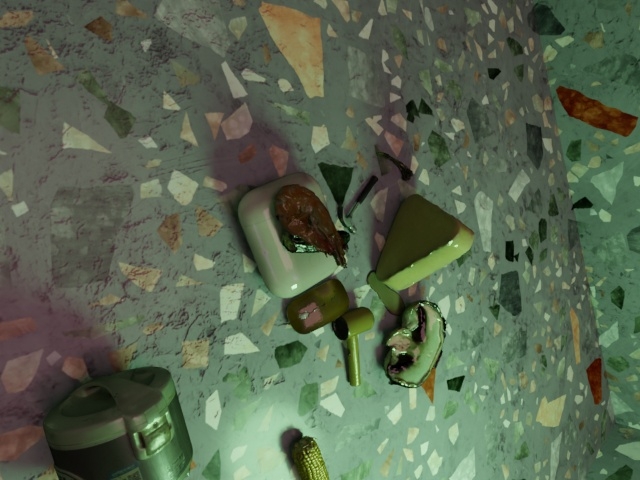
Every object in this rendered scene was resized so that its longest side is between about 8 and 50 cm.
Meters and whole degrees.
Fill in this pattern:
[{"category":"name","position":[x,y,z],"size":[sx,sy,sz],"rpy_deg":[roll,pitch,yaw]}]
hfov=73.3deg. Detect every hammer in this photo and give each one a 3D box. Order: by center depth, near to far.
[{"category":"hammer","position":[0.143,-0.151,1.568],"size":[0.103,0.029,0.246],"rpy_deg":[46,63,-28]}]

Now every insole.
[{"category":"insole","position":[0.256,0.210,1.663],"size":[0.253,0.005,0.086],"rpy_deg":[46,64,-27]}]

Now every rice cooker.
[{"category":"rice cooker","position":[-0.445,0.439,0.969],"size":[0.288,0.288,0.277],"rpy_deg":[-18,103,-35]}]

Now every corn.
[{"category":"corn","position":[-0.021,0.760,1.404],"size":[0.091,0.091,0.260],"rpy_deg":[-19,104,1]}]

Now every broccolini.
[{"category":"broccolini","position":[0.290,-0.300,1.679],"size":[0.194,0.054,0.052],"rpy_deg":[29,42,-26]}]

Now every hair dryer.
[{"category":"hair dryer","position":[0.124,0.380,1.526],"size":[0.135,0.090,0.278],"rpy_deg":[-13,104,-38]}]

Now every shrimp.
[{"category":"shrimp","position":[-0.019,-0.037,1.193],"size":[0.154,0.062,0.294],"rpy_deg":[-29,72,-36]}]

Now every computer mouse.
[{"category":"computer mouse","position":[0.000,0.217,1.432],"size":[0.245,0.056,0.126],"rpy_deg":[-23,90,-33]}]

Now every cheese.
[{"category":"cheese","position":[0.368,-0.030,1.599],"size":[0.104,0.384,0.384],"rpy_deg":[31,72,-25]}]

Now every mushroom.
[{"category":"mushroom","position":[0.350,0.399,1.668],"size":[0.247,0.130,0.344],"rpy_deg":[23,74,-18]}]

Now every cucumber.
[{"category":"cucumber","position":[0.000,0.003,1.261],"size":[0.245,0.067,0.067],"rpy_deg":[-2,91,-37]}]

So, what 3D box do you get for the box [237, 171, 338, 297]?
[{"category":"box","position":[-0.085,-0.018,1.325],"size":[0.289,0.141,0.349],"rpy_deg":[-28,106,-32]}]
